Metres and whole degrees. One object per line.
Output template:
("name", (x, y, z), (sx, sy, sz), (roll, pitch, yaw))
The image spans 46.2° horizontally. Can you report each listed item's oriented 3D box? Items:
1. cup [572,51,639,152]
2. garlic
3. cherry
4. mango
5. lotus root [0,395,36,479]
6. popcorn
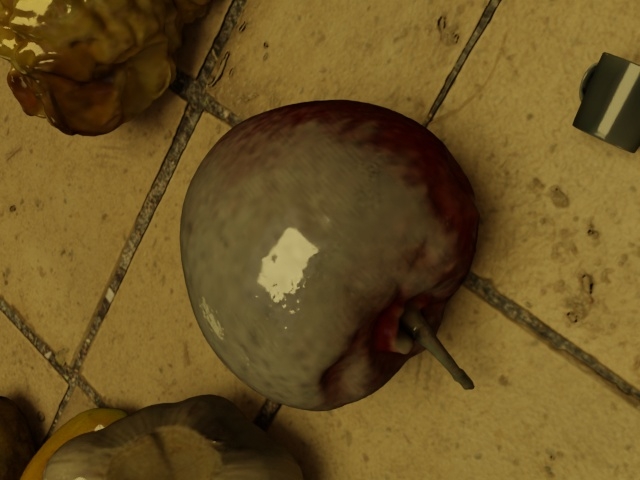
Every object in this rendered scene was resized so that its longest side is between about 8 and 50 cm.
("cup", (0.293, -0.140, 0.749), (0.077, 0.078, 0.100), (-66, 29, 19))
("garlic", (-0.176, 0.338, 0.920), (0.317, 0.317, 0.259), (23, 140, 28))
("cherry", (-0.007, 0.012, 0.806), (0.334, 0.291, 0.327), (10, 78, 33))
("mango", (-0.369, 0.384, 1.112), (0.176, 0.119, 0.317), (27, 95, 24))
("lotus root", (-0.522, 0.377, 1.199), (0.145, 0.128, 0.260), (-16, 85, 15))
("popcorn", (-0.292, -0.295, 0.986), (0.332, 0.265, 0.225), (-38, 67, 6))
